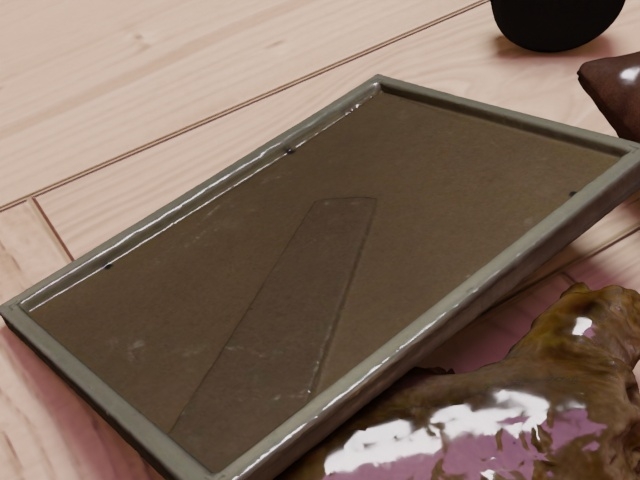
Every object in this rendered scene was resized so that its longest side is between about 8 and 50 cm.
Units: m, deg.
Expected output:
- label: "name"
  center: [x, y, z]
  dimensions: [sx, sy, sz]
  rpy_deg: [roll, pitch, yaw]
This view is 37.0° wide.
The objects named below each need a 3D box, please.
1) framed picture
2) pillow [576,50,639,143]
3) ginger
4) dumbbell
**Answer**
- label: "framed picture"
  center: [0.000, 0.000, 0.555]
  dimensions: [0.324, 0.020, 0.240]
  rpy_deg: [-35, 38, -26]
- label: "pillow"
  center: [0.355, -0.044, 0.568]
  dimensions: [0.308, 0.108, 0.305]
  rpy_deg: [-20, 54, -15]
- label: "ginger"
  center: [0.037, 0.113, 0.466]
  dimensions: [0.333, 0.080, 0.166]
  rpy_deg: [-22, 35, -11]
- label: "dumbbell"
  center: [0.175, -0.244, 0.760]
  dimensions: [0.100, 0.100, 0.191]
  rpy_deg: [-1, 49, 1]
